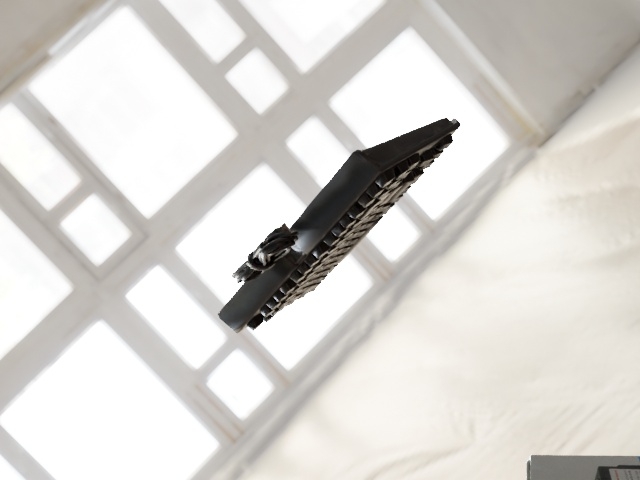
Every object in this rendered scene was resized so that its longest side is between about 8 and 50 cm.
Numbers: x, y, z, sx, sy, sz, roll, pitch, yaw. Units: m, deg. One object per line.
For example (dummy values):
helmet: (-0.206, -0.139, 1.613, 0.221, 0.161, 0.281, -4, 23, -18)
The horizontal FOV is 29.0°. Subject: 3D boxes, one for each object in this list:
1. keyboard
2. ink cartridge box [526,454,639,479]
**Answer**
keyboard: (0.000, 0.000, 0.677, 0.108, 0.023, 0.180, -24, 163, -38)
ink cartridge box: (0.243, 0.229, 0.923, 0.175, 0.127, 0.072, -2, -145, 12)
